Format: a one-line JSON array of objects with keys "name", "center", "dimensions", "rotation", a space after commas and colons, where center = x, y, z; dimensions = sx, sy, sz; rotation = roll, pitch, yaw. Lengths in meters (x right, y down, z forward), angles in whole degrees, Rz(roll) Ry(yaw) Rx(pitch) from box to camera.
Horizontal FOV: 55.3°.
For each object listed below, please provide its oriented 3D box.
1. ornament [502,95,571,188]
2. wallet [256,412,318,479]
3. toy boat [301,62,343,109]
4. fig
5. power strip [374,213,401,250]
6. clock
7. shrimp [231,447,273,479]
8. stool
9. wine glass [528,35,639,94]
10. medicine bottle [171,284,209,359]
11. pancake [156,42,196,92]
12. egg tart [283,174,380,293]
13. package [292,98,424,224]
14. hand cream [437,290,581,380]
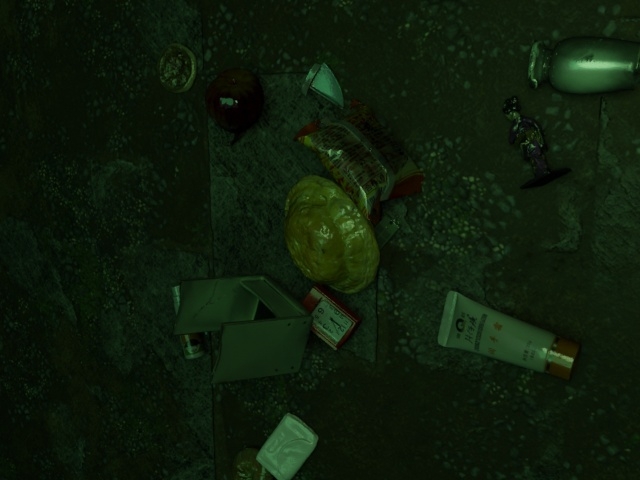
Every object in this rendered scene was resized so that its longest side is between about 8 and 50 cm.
[{"name": "ornament", "center": [0.440, -0.210, 1.311], "dimensions": [0.081, 0.088, 0.203], "rotation": [-45, 64, 50]}, {"name": "wallet", "center": [-0.095, 0.589, 1.727], "dimensions": [0.124, 0.032, 0.183], "rotation": [38, 105, 13]}, {"name": "toy boat", "center": [0.020, -0.378, 1.517], "dimensions": [0.122, 0.034, 0.096], "rotation": [33, 112, 9]}, {"name": "fig", "center": [-0.216, -0.339, 1.576], "dimensions": [0.148, 0.149, 0.202], "rotation": [-5, 109, 12]}, {"name": "power strip", "center": [0.150, -0.013, 1.517], "dimensions": [0.051, 0.019, 0.136], "rotation": [47, 116, 15]}, {"name": "clock", "center": [0.024, 0.198, 1.598], "dimensions": [0.155, 0.061, 0.113], "rotation": [40, 116, 12]}, {"name": "shrimp", "center": [-0.209, 0.743, 1.812], "dimensions": [0.145, 0.061, 0.267], "rotation": [9, 102, 26]}, {"name": "stool", "center": [-0.200, 0.216, 1.558], "dimensions": [0.243, 0.269, 0.170], "rotation": [35, 117, 47]}, {"name": "wine glass", "center": [0.522, -0.348, 1.214], "dimensions": [0.204, 0.111, 0.111], "rotation": [10, 104, 27]}, {"name": "medicine bottle", "center": [-0.384, 0.237, 1.817], "dimensions": [0.092, 0.061, 0.221], "rotation": [-14, 93, 4]}, {"name": "pancake", "center": [-0.403, -0.481, 1.714], "dimensions": [0.139, 0.022, 0.140], "rotation": [5, 102, 26]}, {"name": "egg tart", "center": [0.000, 0.000, 1.485], "dimensions": [0.319, 0.128, 0.319], "rotation": [30, 133, 37]}, {"name": "package", "center": [0.104, -0.194, 1.407], "dimensions": [0.288, 0.223, 0.108], "rotation": [52, 146, 7]}, {"name": "hand cream", "center": [0.423, 0.216, 1.389], "dimensions": [0.314, 0.089, 0.140], "rotation": [15, 104, 32]}]
